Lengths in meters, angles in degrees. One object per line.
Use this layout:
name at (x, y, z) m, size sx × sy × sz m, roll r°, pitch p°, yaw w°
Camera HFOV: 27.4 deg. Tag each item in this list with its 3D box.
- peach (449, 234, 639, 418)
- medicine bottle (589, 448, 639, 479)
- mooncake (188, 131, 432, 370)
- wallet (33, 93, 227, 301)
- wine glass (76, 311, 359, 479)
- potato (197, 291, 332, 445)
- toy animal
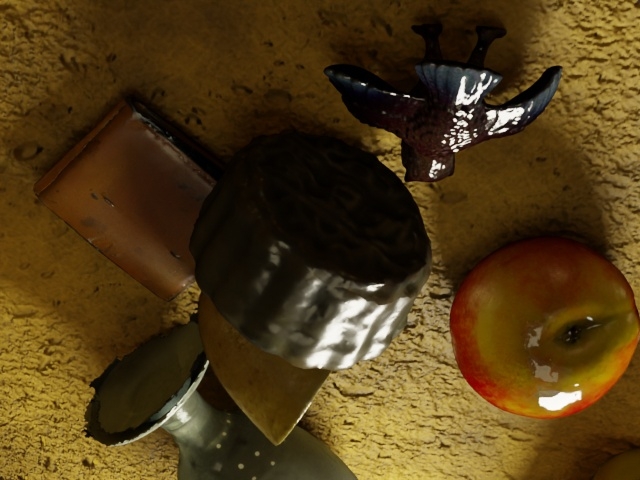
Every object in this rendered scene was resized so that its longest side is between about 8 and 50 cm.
peach at (0.228, 0.087, 1.356) m, size 0.190 × 0.192 × 0.190 m, roll -2°, pitch 97°, yaw -19°
medicine bottle at (0.358, 0.449, 1.572) m, size 0.224 × 0.224 × 0.384 m, roll 13°, pitch 128°, yaw -8°
mooncake at (0.000, 0.000, 1.224) m, size 0.228 × 0.228 × 0.124 m, roll 20°, pitch 129°, yaw -13°
wallet at (-0.168, -0.041, 1.320) m, size 0.195 × 0.042 × 0.161 m, roll 39°, pitch 118°, yaw -24°
wine glass at (-0.090, 0.256, 1.467) m, size 0.190 × 0.190 × 0.357 m, roll -26°, pitch 120°, yaw 22°
potato at (-0.048, 0.081, 1.332) m, size 0.158 × 0.203 × 0.178 m, roll 38°, pitch 153°, yaw 0°
toy animal at (0.108, -0.111, 1.199) m, size 0.219 × 0.116 × 0.179 m, roll 0°, pitch 129°, yaw -6°
